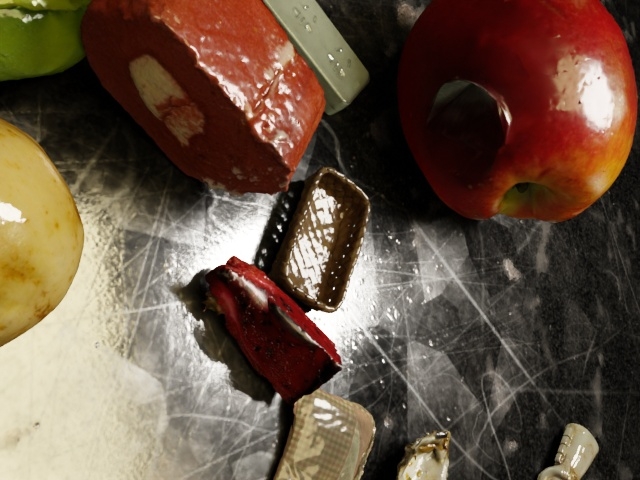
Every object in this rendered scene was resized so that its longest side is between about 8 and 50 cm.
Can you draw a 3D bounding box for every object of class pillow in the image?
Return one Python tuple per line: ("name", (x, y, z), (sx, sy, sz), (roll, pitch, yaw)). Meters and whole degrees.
("pillow", (-0.002, 0.293, 0.703), (0.135, 0.034, 0.211), (33, 60, -28))

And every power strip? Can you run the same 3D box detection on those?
("power strip", (-0.043, -0.322, 0.841), (0.288, 0.053, 0.093), (49, 53, -17))

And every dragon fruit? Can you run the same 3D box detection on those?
("dragon fruit", (-0.065, 0.107, 0.665), (0.092, 0.122, 0.192), (-42, 107, 0))

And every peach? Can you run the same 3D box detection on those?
("peach", (0.286, -0.210, 0.883), (0.310, 0.335, 0.406), (-20, 96, -41))

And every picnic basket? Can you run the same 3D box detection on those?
("picnic basket", (0.000, 0.000, 0.777), (0.110, 0.055, 0.193), (35, 57, -26))

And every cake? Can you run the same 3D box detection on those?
("cake", (-0.125, -0.174, 0.635), (0.283, 0.177, 0.151), (46, 50, -35))

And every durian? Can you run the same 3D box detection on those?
("durian", (-0.325, -0.221, 0.565), (0.250, 0.101, 0.139), (-24, 57, -40))

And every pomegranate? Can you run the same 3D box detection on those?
("pomegranate", (-0.303, -0.010, 0.435), (0.215, 0.215, 0.215), (12, 70, -35))

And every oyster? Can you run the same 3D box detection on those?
("oyster", (0.137, 0.316, 0.793), (0.148, 0.051, 0.103), (-19, 106, -40))

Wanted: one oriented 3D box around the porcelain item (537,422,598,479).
("porcelain item", (0.411, 0.411, 0.979), (0.213, 0.054, 0.084), (-37, 99, -38))
